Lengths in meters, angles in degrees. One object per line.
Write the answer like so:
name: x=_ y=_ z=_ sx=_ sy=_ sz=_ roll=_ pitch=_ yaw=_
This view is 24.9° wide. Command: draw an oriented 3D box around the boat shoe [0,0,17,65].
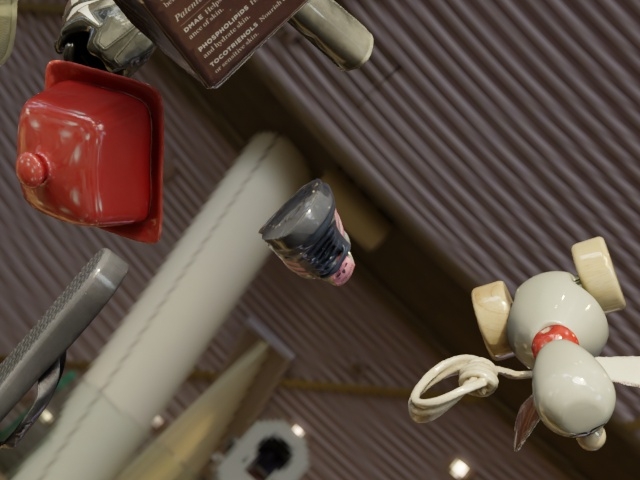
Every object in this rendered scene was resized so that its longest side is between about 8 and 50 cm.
boat shoe: x=-0.348 y=-0.296 z=1.524 sx=0.079 sy=0.084 sz=0.233 roll=49 pitch=-53 yaw=42

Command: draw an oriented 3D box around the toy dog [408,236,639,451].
toy dog: x=0.244 y=0.132 z=1.443 sx=0.220 sy=0.333 sz=0.161 roll=-17 pitch=-71 yaw=31

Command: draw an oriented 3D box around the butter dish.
butter dish: x=-0.234 y=-0.076 z=1.363 sx=0.160 sy=0.118 sz=0.160 roll=18 pitch=-66 yaw=33

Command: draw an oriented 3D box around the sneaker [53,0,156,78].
sneaker: x=-0.265 y=-0.241 z=1.717 sx=0.097 sy=0.135 sz=0.276 roll=46 pitch=-16 yaw=-23

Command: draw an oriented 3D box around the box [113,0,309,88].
box: x=-0.122 y=-0.277 z=1.257 sx=0.168 sy=0.167 sz=0.203 roll=42 pitch=-6 yaw=44

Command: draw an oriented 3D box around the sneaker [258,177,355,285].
sneaker: x=0.000 y=0.000 z=1.876 sx=0.131 sy=0.112 sz=0.319 roll=46 pitch=0 yaw=-3

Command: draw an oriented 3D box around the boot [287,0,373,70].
boot: x=-0.028 y=-0.265 z=1.622 sx=0.076 sy=0.189 sz=0.208 roll=-37 pitch=-71 yaw=15

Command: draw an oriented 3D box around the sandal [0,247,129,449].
sandal: x=-0.241 y=0.119 z=1.228 sx=0.054 sy=0.097 sz=0.254 roll=39 pitch=-78 yaw=-15
